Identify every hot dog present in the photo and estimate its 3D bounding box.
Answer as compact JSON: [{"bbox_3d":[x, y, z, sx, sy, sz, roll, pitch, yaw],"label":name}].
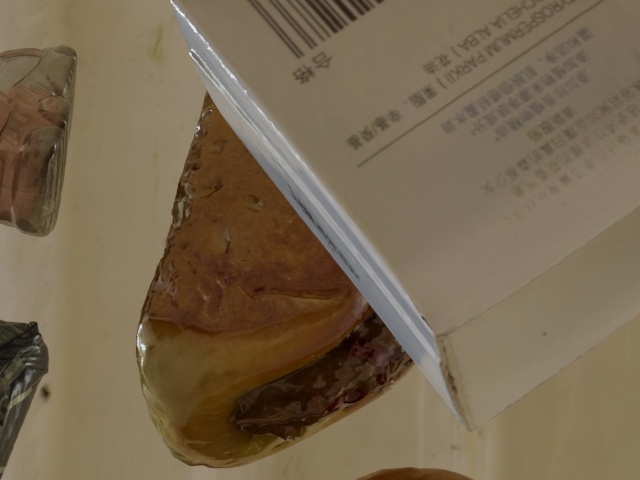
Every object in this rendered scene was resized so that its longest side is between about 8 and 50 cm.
[{"bbox_3d":[-0.001,-0.001,1.050,0.223,0.405,0.185,6,-37,7],"label":"hot dog"}]

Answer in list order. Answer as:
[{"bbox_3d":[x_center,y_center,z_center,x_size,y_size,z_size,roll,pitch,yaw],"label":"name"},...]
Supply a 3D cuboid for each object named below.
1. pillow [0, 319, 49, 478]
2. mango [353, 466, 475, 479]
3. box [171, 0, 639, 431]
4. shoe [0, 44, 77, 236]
[{"bbox_3d":[-0.404,0.221,1.312,0.161,0.092,0.335,18,-106,12],"label":"pillow"},{"bbox_3d":[0.017,0.281,0.969,0.290,0.160,0.191,-26,-92,-5],"label":"mango"},{"bbox_3d":[0.109,-0.085,0.556,0.274,0.116,0.203,-35,-119,-7],"label":"box"},{"bbox_3d":[-0.370,-0.131,1.375,0.198,0.351,0.172,8,-74,-13],"label":"shoe"}]
